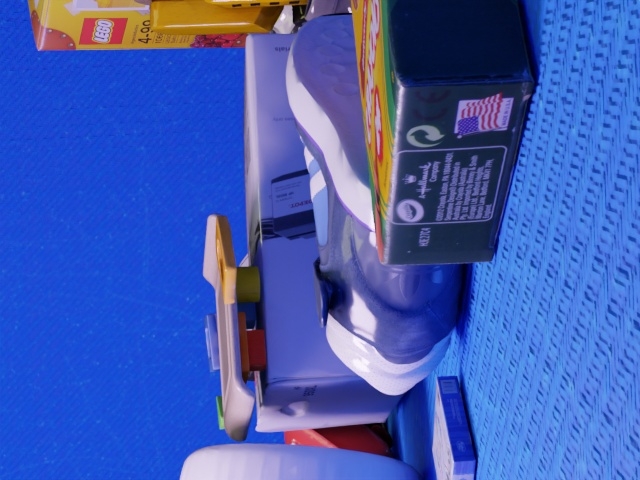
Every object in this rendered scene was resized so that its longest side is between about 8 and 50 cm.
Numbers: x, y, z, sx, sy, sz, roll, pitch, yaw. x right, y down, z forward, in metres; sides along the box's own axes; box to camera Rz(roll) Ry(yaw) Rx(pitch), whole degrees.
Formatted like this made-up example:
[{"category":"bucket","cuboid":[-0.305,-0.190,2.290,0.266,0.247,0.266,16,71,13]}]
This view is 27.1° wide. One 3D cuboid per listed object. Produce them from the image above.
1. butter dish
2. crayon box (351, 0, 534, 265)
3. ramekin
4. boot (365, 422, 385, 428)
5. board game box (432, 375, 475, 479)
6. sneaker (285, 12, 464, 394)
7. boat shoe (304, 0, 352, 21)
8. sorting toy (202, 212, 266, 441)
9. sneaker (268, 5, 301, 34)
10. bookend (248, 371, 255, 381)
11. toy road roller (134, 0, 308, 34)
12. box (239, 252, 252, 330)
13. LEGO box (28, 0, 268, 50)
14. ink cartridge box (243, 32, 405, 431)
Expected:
[{"category":"butter dish","cuboid":[0.042,0.275,1.653,0.160,0.118,0.160,30,143,32]},{"category":"crayon box","cuboid":[0.067,-0.169,0.885,0.202,0.081,0.319,91,176,-58]},{"category":"ramekin","cuboid":[-0.021,0.292,1.355,0.277,0.277,0.135,95,180,-72]},{"category":"boot","cuboid":[0.035,0.239,1.842,0.220,0.109,0.283,138,140,-77]},{"category":"board game box","cuboid":[0.106,0.171,1.062,0.090,0.020,0.090,-96,5,-49]},{"category":"sneaker","cuboid":[0.038,-0.023,1.114,0.323,0.130,0.236,-105,16,-52]},{"category":"boat shoe","cuboid":[0.024,-0.388,1.390,0.112,0.095,0.335,-119,26,-84]},{"category":"sorting toy","cuboid":[-0.083,0.091,1.359,0.348,0.047,0.196,106,156,-66]},{"category":"sneaker","cuboid":[0.002,-0.330,1.786,0.107,0.110,0.275,40,125,36]},{"category":"bookend","cuboid":[-0.016,0.122,1.733,0.156,0.157,0.072,119,152,-50]},{"category":"toy road roller","cuboid":[-0.098,-0.366,1.604,0.240,0.329,0.203,-4,-86,-73]},{"category":"box","cuboid":[-0.021,0.044,1.847,0.290,0.087,0.169,129,143,-51]},{"category":"LEGO box","cuboid":[-0.208,-0.497,1.894,0.500,0.372,0.193,119,142,-56]},{"category":"ink cartridge box","cuboid":[0.000,0.000,1.523,0.285,0.166,0.395,102,165,-72]}]
